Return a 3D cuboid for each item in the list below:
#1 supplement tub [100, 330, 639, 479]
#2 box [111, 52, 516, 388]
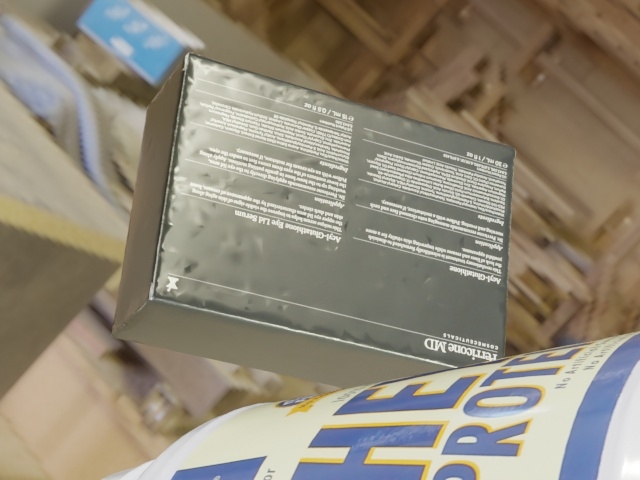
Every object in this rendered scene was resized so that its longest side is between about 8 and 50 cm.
[{"bbox_3d":[0.054,0.168,0.577,0.235,0.324,0.235,22,60,-47],"label":"supplement tub"},{"bbox_3d":[0.000,0.000,1.043,0.261,0.103,0.184,15,64,-19],"label":"box"}]
